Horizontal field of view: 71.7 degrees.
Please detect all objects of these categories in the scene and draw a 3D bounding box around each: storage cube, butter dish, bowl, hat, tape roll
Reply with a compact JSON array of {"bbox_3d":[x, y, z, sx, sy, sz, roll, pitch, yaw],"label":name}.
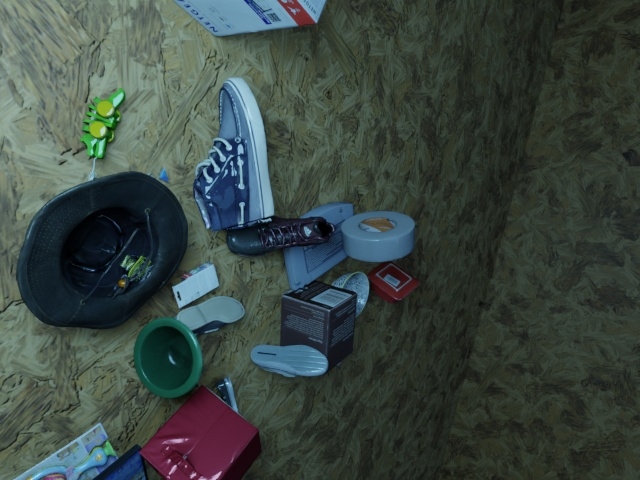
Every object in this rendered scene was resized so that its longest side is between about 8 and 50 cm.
[{"bbox_3d":[-0.269,0.496,1.040,0.193,0.184,0.215,-46,156,-35],"label":"storage cube"},{"bbox_3d":[0.259,0.175,1.663,0.160,0.160,0.118,-29,147,-42],"label":"butter dish"},{"bbox_3d":[0.082,0.177,1.481,0.170,0.080,0.170,-19,116,-45],"label":"bowl"},{"bbox_3d":[-0.402,0.001,0.802,0.331,0.134,0.331,-46,152,-33],"label":"hat"},{"bbox_3d":[0.173,-0.017,1.333,0.219,0.219,0.072,-29,124,-41],"label":"tape roll"},{"bbox_3d":[-0.307,0.255,1.029,0.172,0.209,0.183,59,19,9],"label":"hat"}]

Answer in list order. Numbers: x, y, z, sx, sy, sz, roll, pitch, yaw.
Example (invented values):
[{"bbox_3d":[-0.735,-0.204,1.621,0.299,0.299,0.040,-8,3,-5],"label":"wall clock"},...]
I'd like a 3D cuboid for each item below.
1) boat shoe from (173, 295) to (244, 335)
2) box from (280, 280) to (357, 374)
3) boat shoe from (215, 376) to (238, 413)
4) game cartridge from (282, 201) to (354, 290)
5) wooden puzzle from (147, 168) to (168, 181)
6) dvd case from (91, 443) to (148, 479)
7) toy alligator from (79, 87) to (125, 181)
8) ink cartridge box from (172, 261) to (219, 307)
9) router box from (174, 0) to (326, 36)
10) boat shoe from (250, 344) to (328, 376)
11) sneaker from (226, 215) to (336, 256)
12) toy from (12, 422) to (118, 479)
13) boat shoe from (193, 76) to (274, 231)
[{"bbox_3d":[-0.277,0.190,1.090,0.065,0.075,0.206,-42,161,30],"label":"boat shoe"},{"bbox_3d":[-0.006,0.250,1.316,0.168,0.167,0.203,-20,118,-56],"label":"box"},{"bbox_3d":[-0.254,0.433,1.199,0.040,0.049,0.142,-17,115,-25],"label":"boat shoe"},{"bbox_3d":[0.000,0.000,1.346,0.294,0.060,0.195,-32,129,-40],"label":"game cartridge"},{"bbox_3d":[-0.360,-0.094,0.916,0.116,0.014,0.078,-43,136,-33],"label":"wooden puzzle"},{"bbox_3d":[-0.460,0.597,0.979,0.180,0.022,0.252,-34,136,-48],"label":"dvd case"},{"bbox_3d":[-0.407,-0.192,0.800,0.051,0.056,0.189,19,88,-9],"label":"toy alligator"},{"bbox_3d":[-0.298,0.104,1.043,0.115,0.029,0.062,-31,125,-39],"label":"ink cartridge box"},{"bbox_3d":[-0.195,-0.494,0.747,0.335,0.301,0.082,27,81,-50],"label":"router box"},{"bbox_3d":[-0.082,0.339,1.243,0.075,0.227,0.083,74,31,-47],"label":"boat shoe"},{"bbox_3d":[-0.083,-0.025,1.114,0.282,0.163,0.106,-10,92,-35],"label":"sneaker"},{"bbox_3d":[-0.525,0.498,0.885,0.237,0.056,0.136,-33,125,-40],"label":"toy"},{"bbox_3d":[-0.211,-0.179,0.984,0.158,0.127,0.340,-19,108,-29],"label":"boat shoe"}]
